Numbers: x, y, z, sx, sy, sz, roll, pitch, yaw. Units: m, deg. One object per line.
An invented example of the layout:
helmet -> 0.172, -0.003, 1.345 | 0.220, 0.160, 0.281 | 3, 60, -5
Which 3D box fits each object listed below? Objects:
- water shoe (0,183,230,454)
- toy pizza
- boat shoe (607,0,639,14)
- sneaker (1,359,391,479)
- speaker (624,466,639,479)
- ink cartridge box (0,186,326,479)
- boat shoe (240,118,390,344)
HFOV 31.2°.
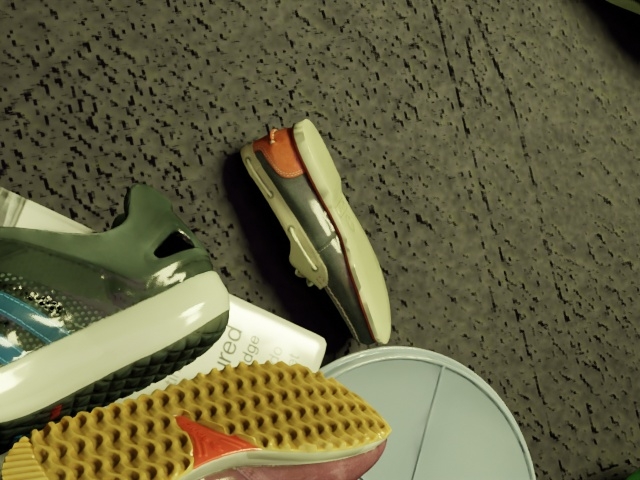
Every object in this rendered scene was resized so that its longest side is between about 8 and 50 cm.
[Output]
water shoe -> -0.135, 0.040, 0.437 | 0.203, 0.073, 0.080 | -20, 73, -32
toy pizza -> 0.039, 0.161, 0.660 | 0.201, 0.032, 0.201 | 2, 86, -27
boat shoe -> 0.259, -0.185, 0.766 | 0.305, 0.091, 0.109 | 37, 71, -19
sneaker -> -0.051, 0.107, 0.472 | 0.185, 0.069, 0.084 | -6, 122, -41
speaker -> 0.165, 0.257, 0.660 | 0.296, 0.131, 0.131 | -45, 105, -23
ink cartridge box -> -0.174, 0.085, 0.510 | 0.289, 0.121, 0.211 | 26, 74, -22
boat shoe -> 0.000, 0.000, 0.650 | 0.043, 0.049, 0.137 | -21, 100, 16
